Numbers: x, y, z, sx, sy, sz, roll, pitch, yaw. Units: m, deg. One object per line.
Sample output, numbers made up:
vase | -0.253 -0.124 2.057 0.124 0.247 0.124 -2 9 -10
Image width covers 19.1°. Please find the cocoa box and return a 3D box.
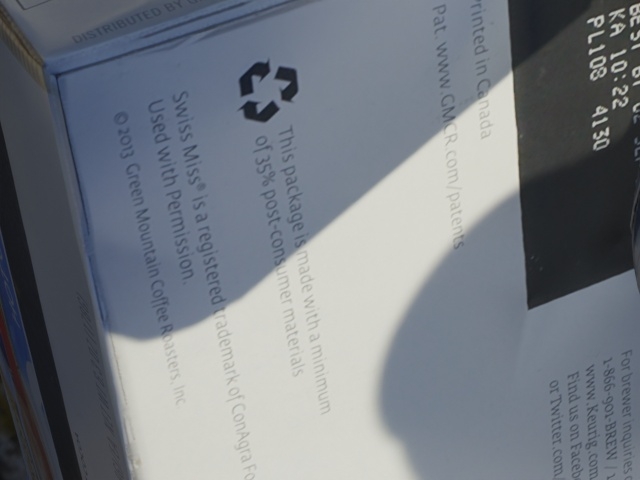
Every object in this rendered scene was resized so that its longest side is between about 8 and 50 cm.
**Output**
cocoa box | 0.000 0.000 0.692 0.231 0.228 0.347 -20 128 -17

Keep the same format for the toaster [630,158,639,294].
toaster | 0.150 -0.042 0.362 0.227 0.146 0.129 14 156 4
